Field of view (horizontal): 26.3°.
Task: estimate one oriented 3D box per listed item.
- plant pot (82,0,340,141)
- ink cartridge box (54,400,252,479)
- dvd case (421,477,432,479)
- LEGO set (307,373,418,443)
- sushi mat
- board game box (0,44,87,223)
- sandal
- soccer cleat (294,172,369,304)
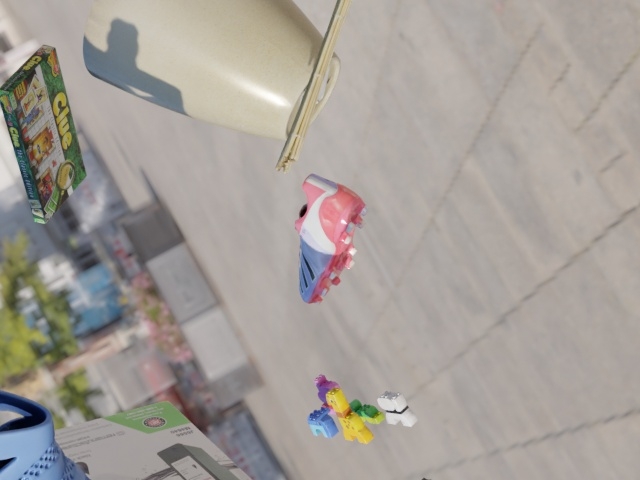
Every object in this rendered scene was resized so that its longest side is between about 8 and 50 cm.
[{"bbox_3d":[-0.120,-0.253,1.773,0.274,0.256,0.256,33,164,14],"label":"plant pot"},{"bbox_3d":[-0.197,0.323,1.635,0.273,0.198,0.115,33,124,43],"label":"ink cartridge box"},{"bbox_3d":[0.171,0.425,1.866,0.180,0.253,0.022,9,122,26],"label":"dvd case"},{"bbox_3d":[0.039,0.265,2.210,0.227,0.087,0.093,-1,120,52],"label":"LEGO set"},{"bbox_3d":[0.013,-0.224,1.480,0.019,0.316,0.151,19,177,-5],"label":"sushi mat"},{"bbox_3d":[-0.440,-0.167,2.183,0.030,0.136,0.259,11,135,19],"label":"board game box"},{"bbox_3d":[-0.311,0.213,1.352,0.317,0.138,0.126,40,-159,-33],"label":"sandal"},{"bbox_3d":[0.000,0.000,1.908,0.095,0.083,0.248,38,148,12],"label":"soccer cleat"}]
